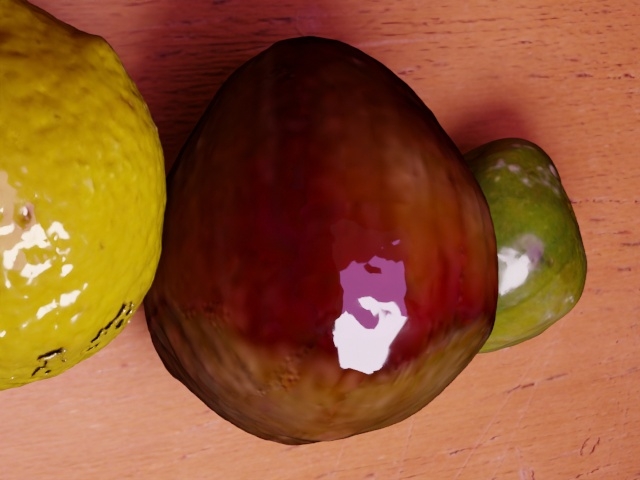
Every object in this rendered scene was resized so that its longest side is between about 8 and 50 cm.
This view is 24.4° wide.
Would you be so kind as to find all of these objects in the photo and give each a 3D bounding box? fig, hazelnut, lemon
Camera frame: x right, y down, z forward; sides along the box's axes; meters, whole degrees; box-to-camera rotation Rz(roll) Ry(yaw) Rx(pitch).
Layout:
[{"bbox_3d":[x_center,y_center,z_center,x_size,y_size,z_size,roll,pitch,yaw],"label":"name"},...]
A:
[{"bbox_3d":[0.167,0.029,1.719,0.233,0.233,0.314,28,133,-33],"label":"fig"},{"bbox_3d":[0.000,0.000,1.465,0.353,0.421,0.421,4,106,5],"label":"hazelnut"},{"bbox_3d":[-0.310,-0.050,1.307,0.350,0.350,0.387,-18,119,-24],"label":"lemon"}]
